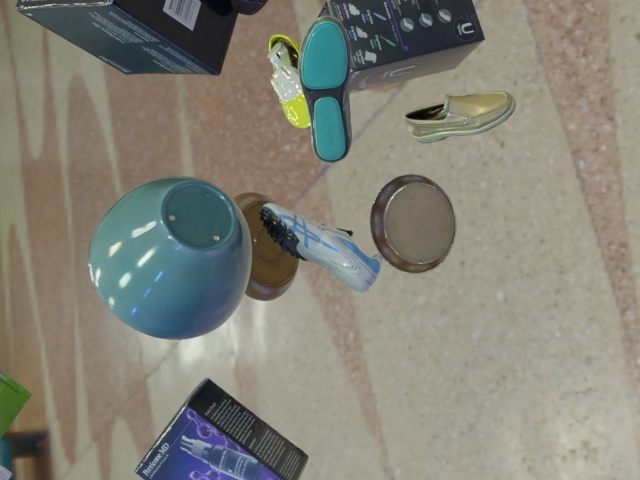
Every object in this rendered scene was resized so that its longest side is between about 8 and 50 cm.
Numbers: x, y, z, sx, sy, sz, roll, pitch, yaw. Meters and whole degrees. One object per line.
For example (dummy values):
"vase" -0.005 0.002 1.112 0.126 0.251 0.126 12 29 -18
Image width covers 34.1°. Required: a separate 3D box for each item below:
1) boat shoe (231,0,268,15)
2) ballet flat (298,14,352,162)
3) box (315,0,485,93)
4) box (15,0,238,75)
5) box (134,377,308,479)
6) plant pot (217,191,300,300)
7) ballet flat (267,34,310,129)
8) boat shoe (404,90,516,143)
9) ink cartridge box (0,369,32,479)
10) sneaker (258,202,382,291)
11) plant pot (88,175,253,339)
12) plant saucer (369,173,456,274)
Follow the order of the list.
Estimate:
"boat shoe" -0.118 -0.599 2.212 0.095 0.095 0.257 -76 12 -48
"ballet flat" 0.007 -0.212 1.439 0.068 0.072 0.213 -88 -4 -61
"box" 0.138 -0.377 1.924 0.165 0.270 0.143 142 111 -74
"box" -0.410 -0.504 2.247 0.312 0.343 0.179 7 77 37
"box" -0.148 0.339 1.582 0.153 0.207 0.108 -54 -1 20
"plant pot" -0.120 0.010 2.208 0.032 0.236 0.236 -14 76 42
"ballet flat" -0.048 -0.261 1.675 0.077 0.077 0.231 -37 36 18
"boat shoe" 0.229 -0.214 1.744 0.190 0.072 0.068 -17 49 27
"ink cartridge box" -0.545 0.294 1.548 0.097 0.189 0.255 3 55 47
"sneaker" 0.000 0.000 1.812 0.086 0.237 0.085 -61 10 -23
"plant pot" -0.237 0.001 1.802 0.195 0.290 0.290 130 133 -54
"plant saucer" 0.159 -0.028 1.742 0.168 0.029 0.168 6 100 35
